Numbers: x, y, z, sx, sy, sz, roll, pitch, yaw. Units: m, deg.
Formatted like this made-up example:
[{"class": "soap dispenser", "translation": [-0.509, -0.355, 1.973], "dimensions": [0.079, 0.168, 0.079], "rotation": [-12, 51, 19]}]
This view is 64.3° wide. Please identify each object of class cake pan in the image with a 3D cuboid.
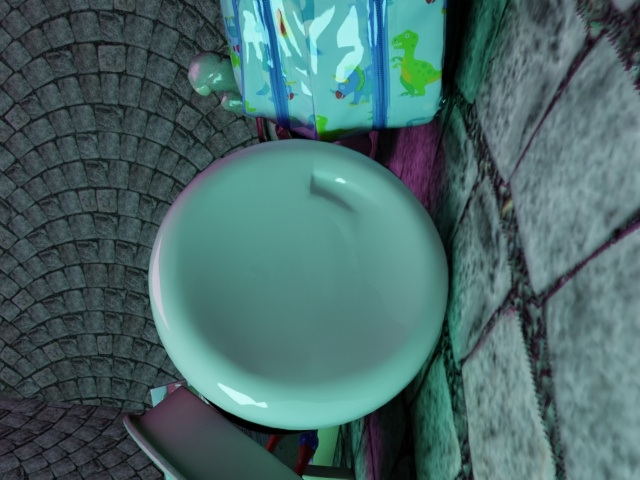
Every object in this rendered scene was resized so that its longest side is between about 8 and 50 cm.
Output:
[{"class": "cake pan", "translation": [-0.045, 0.231, 0.461], "dimensions": [0.054, 0.293, 0.293], "rotation": [-51, -8, -22]}]

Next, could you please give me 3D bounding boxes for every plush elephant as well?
[{"class": "plush elephant", "translation": [-0.044, -0.122, 0.805], "dimensions": [0.330, 0.271, 0.256], "rotation": [-8, -60, -55]}]

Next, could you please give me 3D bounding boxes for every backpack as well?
[{"class": "backpack", "translation": [0.017, -0.265, 0.435], "dimensions": [0.290, 0.273, 0.356], "rotation": [-98, -15, -61]}]

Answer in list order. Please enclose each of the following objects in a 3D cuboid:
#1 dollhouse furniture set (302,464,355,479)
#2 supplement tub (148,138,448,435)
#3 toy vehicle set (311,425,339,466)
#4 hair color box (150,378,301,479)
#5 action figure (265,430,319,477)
[{"class": "dollhouse furniture set", "translation": [-0.026, 0.402, 0.644], "dimensions": [0.129, 0.128, 0.184], "rotation": [177, 101, -85]}, {"class": "supplement tub", "translation": [-0.032, 0.076, 0.535], "dimensions": [0.331, 0.240, 0.241], "rotation": [108, 168, -67]}, {"class": "toy vehicle set", "translation": [0.008, 0.274, 0.974], "dimensions": [0.267, 0.035, 0.166], "rotation": [-97, 15, -70]}, {"class": "hair color box", "translation": [-0.119, 0.301, 0.833], "dimensions": [0.374, 0.113, 0.186], "rotation": [41, -147, -75]}, {"class": "action figure", "translation": [-0.035, 0.244, 0.755], "dimensions": [0.139, 0.091, 0.280], "rotation": [-44, 6, 39]}]
